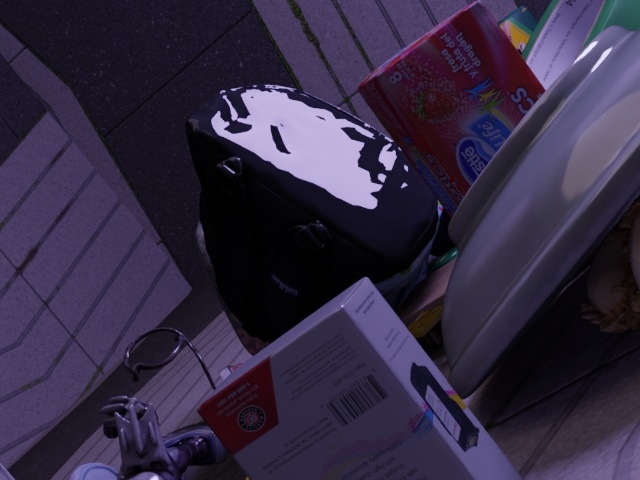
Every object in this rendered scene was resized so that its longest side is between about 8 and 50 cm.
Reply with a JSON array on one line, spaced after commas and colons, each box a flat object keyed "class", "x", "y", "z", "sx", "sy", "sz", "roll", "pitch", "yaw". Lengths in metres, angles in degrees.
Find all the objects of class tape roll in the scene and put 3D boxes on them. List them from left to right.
[{"class": "tape roll", "x": 0.326, "y": -0.230, "z": 1.930, "sx": 0.321, "sy": 0.077, "sz": 0.321, "roll": -59, "pitch": 10, "yaw": 18}]

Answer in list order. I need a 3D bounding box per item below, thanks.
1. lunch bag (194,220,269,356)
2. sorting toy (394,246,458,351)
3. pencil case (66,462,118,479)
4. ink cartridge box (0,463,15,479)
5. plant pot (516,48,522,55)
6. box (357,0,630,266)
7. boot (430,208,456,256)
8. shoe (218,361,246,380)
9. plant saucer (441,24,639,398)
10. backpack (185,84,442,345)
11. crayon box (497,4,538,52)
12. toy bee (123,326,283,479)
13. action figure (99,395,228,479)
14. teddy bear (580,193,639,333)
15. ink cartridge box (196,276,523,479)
[{"class": "lunch bag", "x": 0.000, "y": 0.000, "z": 2.078, "sx": 0.256, "sy": 0.212, "sz": 0.305, "roll": -27, "pitch": 5, "yaw": 13}, {"class": "sorting toy", "x": 0.134, "y": 0.061, "z": 1.582, "sx": 0.132, "sy": 0.046, "sz": 0.274, "roll": -35, "pitch": 6, "yaw": 33}, {"class": "pencil case", "x": -0.323, "y": 0.363, "z": 1.776, "sx": 0.273, "sy": 0.113, "sz": 0.124, "roll": -37, "pitch": -3, "yaw": 18}, {"class": "ink cartridge box", "x": -0.370, "y": 0.373, "z": 1.491, "sx": 0.289, "sy": 0.211, "sz": 0.121, "roll": -39, "pitch": 4, "yaw": -19}, {"class": "plant pot", "x": 0.220, "y": -0.149, "z": 2.104, "sx": 0.236, "sy": 0.032, "sz": 0.236, "roll": 18, "pitch": -90, "yaw": -76}, {"class": "box", "x": 0.163, "y": -0.083, "z": 1.466, "sx": 0.123, "sy": 0.257, "sz": 0.128, "roll": -37, "pitch": 5, "yaw": -7}, {"class": "boot", "x": 0.163, "y": -0.112, "z": 1.919, "sx": 0.094, "sy": 0.246, "sz": 0.207, "roll": -8, "pitch": -5, "yaw": -25}, {"class": "shoe", "x": -0.073, "y": 0.174, "z": 1.972, "sx": 0.081, "sy": 0.063, "sz": 0.178, "roll": -38, "pitch": 11, "yaw": -6}, {"class": "plant saucer", "x": 0.203, "y": -0.057, "z": 1.220, "sx": 0.400, "sy": 0.100, "sz": 0.400, "roll": -49, "pitch": -8, "yaw": -9}, {"class": "backpack", "x": -0.003, "y": 0.005, "z": 1.742, "sx": 0.273, "sy": 0.290, "sz": 0.355, "roll": -41, "pitch": -24, "yaw": -38}, {"class": "crayon box", "x": 0.282, "y": -0.228, "z": 2.382, "sx": 0.081, "sy": 0.165, "sz": 0.278, "roll": -34, "pitch": 8, "yaw": 42}, {"class": "toy bee", "x": -0.022, "y": 0.163, "z": 1.394, "sx": 0.195, "sy": 0.162, "sz": 0.298, "roll": -31, "pitch": 28, "yaw": -19}, {"class": "action figure", "x": -0.152, "y": 0.238, "z": 1.487, "sx": 0.099, "sy": 0.185, "sz": 0.285, "roll": -3, "pitch": -4, "yaw": 9}, {"class": "teddy bear", "x": 0.317, "y": -0.056, "z": 1.114, "sx": 0.338, "sy": 0.113, "sz": 0.245, "roll": -45, "pitch": -8, "yaw": -33}, {"class": "ink cartridge box", "x": 0.027, "y": 0.134, "z": 1.010, "sx": 0.127, "sy": 0.175, "sz": 0.072, "roll": -36, "pitch": 3, "yaw": 22}]
